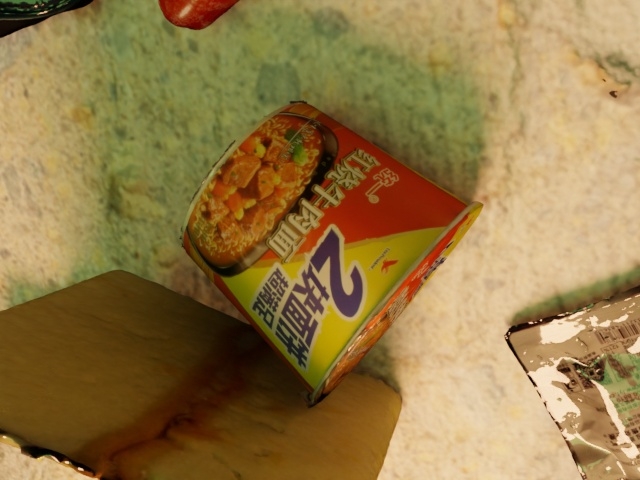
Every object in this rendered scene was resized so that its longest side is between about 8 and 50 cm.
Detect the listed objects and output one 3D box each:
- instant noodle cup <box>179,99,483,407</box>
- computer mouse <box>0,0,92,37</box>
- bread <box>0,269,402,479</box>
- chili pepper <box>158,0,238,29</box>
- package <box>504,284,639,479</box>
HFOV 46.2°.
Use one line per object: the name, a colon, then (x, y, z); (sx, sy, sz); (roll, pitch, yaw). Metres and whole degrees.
instant noodle cup: (0.000, 0.000, 0.616); (0.174, 0.213, 0.213); (40, 119, 11)
computer mouse: (-0.301, -0.259, 0.679); (0.233, 0.096, 0.137); (-8, 107, 24)
bread: (-0.116, 0.194, 0.606); (0.346, 0.405, 0.242); (26, 106, 2)
chili pepper: (-0.086, -0.232, 0.625); (0.070, 0.073, 0.123); (30, 127, -31)
package: (0.279, 0.154, 0.659); (0.154, 0.030, 0.239); (-24, 100, 26)
